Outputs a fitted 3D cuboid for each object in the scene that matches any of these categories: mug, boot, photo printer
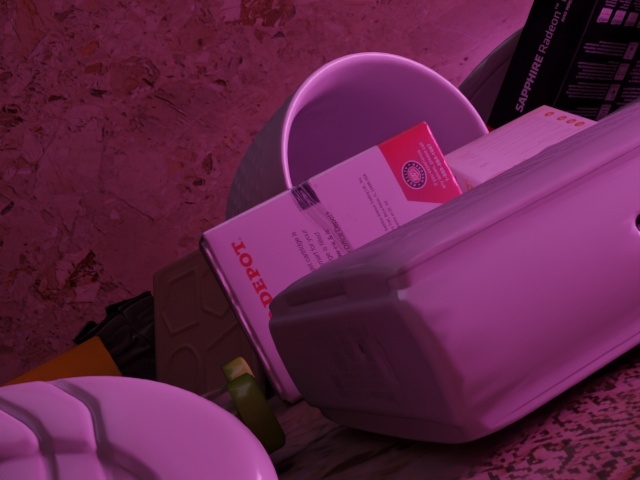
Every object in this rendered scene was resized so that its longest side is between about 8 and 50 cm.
[{"bbox_3d":[0.000,0.000,1.119,0.374,0.276,0.328,-62,13,-25],"label":"mug"},{"bbox_3d":[-0.191,0.132,1.186,0.083,0.161,0.246,-27,1,36],"label":"boot"},{"bbox_3d":[0.140,0.005,0.564,0.308,0.107,0.256,-27,1,-20],"label":"photo printer"}]

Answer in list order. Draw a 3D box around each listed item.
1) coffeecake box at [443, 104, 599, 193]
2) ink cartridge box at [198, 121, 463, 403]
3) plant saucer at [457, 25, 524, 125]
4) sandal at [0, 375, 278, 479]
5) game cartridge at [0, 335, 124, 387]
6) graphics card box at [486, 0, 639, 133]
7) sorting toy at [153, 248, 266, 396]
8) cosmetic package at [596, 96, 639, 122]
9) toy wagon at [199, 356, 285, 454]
[{"bbox_3d":[0.227,-0.063,0.923,0.142,0.068,0.185,-27,25,-10],"label":"coffeecake box"},{"bbox_3d":[0.026,0.021,0.864,0.237,0.172,0.100,-28,1,-12],"label":"ink cartridge box"},{"bbox_3d":[0.324,-0.157,1.387,0.400,0.100,0.400,-30,-32,-21],"label":"plant saucer"},{"bbox_3d":[-0.203,0.185,0.338,0.416,0.169,0.102,-28,-39,-25],"label":"sandal"},{"bbox_3d":[-0.334,0.230,0.916,0.324,0.052,0.285,-30,21,-15],"label":"game cartridge"},{"bbox_3d":[0.359,-0.261,1.155,0.233,0.094,0.370,-7,-54,-40],"label":"graphics card box"},{"bbox_3d":[-0.122,0.100,1.009,0.038,0.193,0.208,12,-28,-38],"label":"sorting toy"},{"bbox_3d":[0.499,-0.180,0.956,0.377,0.097,0.284,-26,-2,41],"label":"cosmetic package"},{"bbox_3d":[-0.150,0.177,0.609,0.267,0.068,0.344,-28,2,-8],"label":"toy wagon"}]
